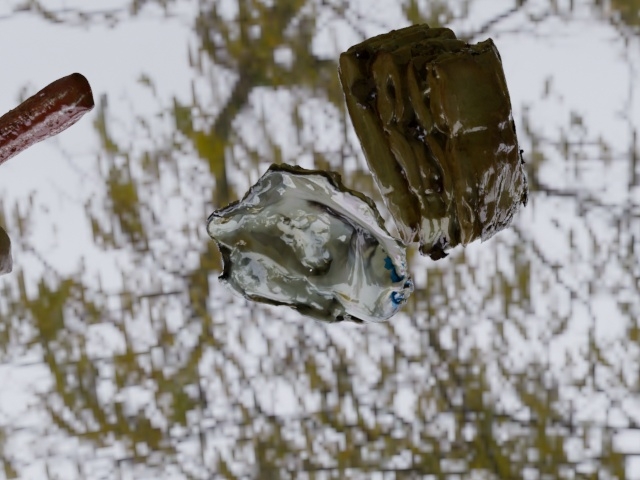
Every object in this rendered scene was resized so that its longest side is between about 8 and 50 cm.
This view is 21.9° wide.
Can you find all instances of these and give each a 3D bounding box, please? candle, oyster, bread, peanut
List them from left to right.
[{"bbox_3d":[-0.479,-0.008,2.263,0.152,0.076,0.076,44,-140,10],"label":"peanut"},{"bbox_3d":[-0.349,-0.084,1.676,0.329,0.051,0.048,-26,-148,30],"label":"candle"},{"bbox_3d":[0.000,0.000,1.600,0.214,0.223,0.083,21,-126,-14],"label":"oyster"},{"bbox_3d":[0.182,-0.156,2.323,0.167,0.324,0.277,-20,-174,35],"label":"bread"}]
